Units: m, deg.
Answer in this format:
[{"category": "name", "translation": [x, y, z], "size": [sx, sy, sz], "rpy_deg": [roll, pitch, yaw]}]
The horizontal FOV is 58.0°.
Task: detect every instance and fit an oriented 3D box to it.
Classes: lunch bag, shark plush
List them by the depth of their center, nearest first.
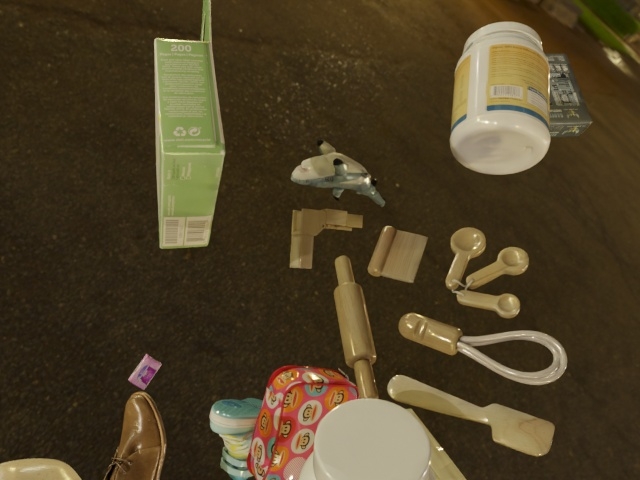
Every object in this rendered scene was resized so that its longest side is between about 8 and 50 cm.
[{"category": "shark plush", "translation": [0.032, -0.090, 0.854], "size": [0.161, 0.067, 0.073], "rpy_deg": [16, 26, -47]}, {"category": "lunch bag", "translation": [-0.022, 0.452, 1.379], "size": [0.258, 0.293, 0.120], "rpy_deg": [12, 7, -31]}]

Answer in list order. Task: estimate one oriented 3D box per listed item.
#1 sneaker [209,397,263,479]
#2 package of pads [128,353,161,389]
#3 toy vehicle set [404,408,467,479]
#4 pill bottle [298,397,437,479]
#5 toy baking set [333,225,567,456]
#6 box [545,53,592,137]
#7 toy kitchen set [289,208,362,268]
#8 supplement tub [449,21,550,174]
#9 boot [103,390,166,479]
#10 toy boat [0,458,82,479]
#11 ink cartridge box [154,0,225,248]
[{"category": "sneaker", "translation": [-0.207, 0.516, 1.462], "size": [0.127, 0.208, 0.319], "rpy_deg": [15, -8, 21]}, {"category": "package of pads", "translation": [-0.467, 0.350, 1.536], "size": [0.050, 0.032, 0.083], "rpy_deg": [39, 70, -17]}, {"category": "toy vehicle set", "translation": [0.138, 0.359, 0.700], "size": [0.035, 0.166, 0.267], "rpy_deg": [6, 23, -28]}, {"category": "pill bottle", "translation": [0.038, 0.236, 0.481], "size": [0.118, 0.208, 0.117], "rpy_deg": [0, 34, 0]}, {"category": "toy baking set", "translation": [0.112, 0.076, 0.541], "size": [0.030, 0.197, 0.256], "rpy_deg": [67, 14, -50]}, {"category": "box", "translation": [0.434, -0.308, 1.224], "size": [0.233, 0.059, 0.183], "rpy_deg": [-5, 67, -12]}, {"category": "toy kitchen set", "translation": [0.000, 0.000, 0.743], "size": [0.083, 0.068, 0.075], "rpy_deg": [5, 86, -25]}, {"category": "supplement tub", "translation": [0.279, -0.219, 0.894], "size": [0.144, 0.144, 0.199], "rpy_deg": [23, 63, -28]}, {"category": "boot", "translation": [-0.430, 0.503, 1.316], "size": [0.115, 0.112, 0.305], "rpy_deg": [14, 69, -56]}, {"category": "toy boat", "translation": [-0.361, 0.452, 0.859], "size": [0.318, 0.148, 0.267], "rpy_deg": [19, 15, -43]}, {"category": "ink cartridge box", "translation": [-0.133, -0.133, 0.561], "size": [0.056, 0.171, 0.235], "rpy_deg": [-3, 64, -17]}]
